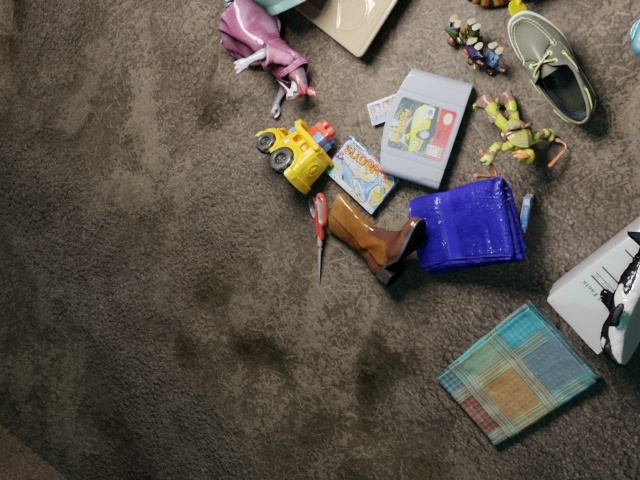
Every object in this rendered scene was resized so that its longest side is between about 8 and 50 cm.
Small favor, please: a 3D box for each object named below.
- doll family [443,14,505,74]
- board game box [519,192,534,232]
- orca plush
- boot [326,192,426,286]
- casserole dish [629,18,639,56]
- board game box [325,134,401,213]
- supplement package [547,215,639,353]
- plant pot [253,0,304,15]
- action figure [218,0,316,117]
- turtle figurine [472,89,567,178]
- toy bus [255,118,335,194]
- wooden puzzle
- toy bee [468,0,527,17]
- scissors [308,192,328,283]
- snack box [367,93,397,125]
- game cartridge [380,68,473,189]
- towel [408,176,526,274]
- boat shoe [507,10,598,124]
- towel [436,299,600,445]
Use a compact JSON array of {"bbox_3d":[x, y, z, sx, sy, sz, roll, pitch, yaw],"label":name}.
[{"bbox_3d":[0.394,-0.491,1.474,0.076,0.111,0.193,-28,72,-5],"label":"doll family"},{"bbox_3d":[0.531,-0.072,1.491,0.020,0.090,0.090,11,105,22],"label":"board game box"},{"bbox_3d":[0.649,0.118,1.261,0.102,0.151,0.287,21,116,55],"label":"orca plush"},{"bbox_3d":[0.153,-0.043,1.659,0.280,0.096,0.264,46,146,21],"label":"boot"},{"bbox_3d":[0.803,-0.460,1.307,0.188,0.037,0.114,22,110,21],"label":"casserole dish"},{"bbox_3d":[0.124,-0.194,1.707,0.201,0.035,0.136,44,116,13],"label":"board game box"},{"bbox_3d":[0.721,0.098,1.377,0.175,0.177,0.293,49,117,10],"label":"supplement package"},{"bbox_3d":[-0.098,-0.721,1.528,0.293,0.293,0.196,-13,117,29],"label":"plant pot"},{"bbox_3d":[-0.132,-0.552,1.714,0.370,0.248,0.276,43,89,15],"label":"action figure"},{"bbox_3d":[0.466,-0.266,1.431,0.269,0.087,0.217,-20,70,-10],"label":"turtle figurine"},{"bbox_3d":[-0.060,-0.283,1.725,0.211,0.149,0.220,-43,56,7],"label":"toy bus"},{"bbox_3d":[0.090,-0.731,1.601,0.348,0.080,0.322,44,116,19],"label":"wooden puzzle"},{"bbox_3d":[0.504,-0.615,1.376,0.298,0.162,0.195,27,98,53],"label":"toy bee"},{"bbox_3d":[0.000,0.000,1.787,0.109,0.021,0.297,12,109,62],"label":"scissors"},{"bbox_3d":[0.220,-0.381,1.629,0.178,0.022,0.064,-14,95,29],"label":"snack box"},{"bbox_3d":[0.274,-0.304,1.576,0.196,0.060,0.294,19,107,13],"label":"game cartridge"},{"bbox_3d":[0.375,-0.029,1.537,0.308,0.076,0.228,-14,94,48],"label":"towel"},{"bbox_3d":[0.548,-0.406,1.365,0.109,0.091,0.305,-33,104,37],"label":"boat shoe"},{"bbox_3d":[0.536,0.379,1.607,0.271,0.040,0.370,48,117,12],"label":"towel"}]
